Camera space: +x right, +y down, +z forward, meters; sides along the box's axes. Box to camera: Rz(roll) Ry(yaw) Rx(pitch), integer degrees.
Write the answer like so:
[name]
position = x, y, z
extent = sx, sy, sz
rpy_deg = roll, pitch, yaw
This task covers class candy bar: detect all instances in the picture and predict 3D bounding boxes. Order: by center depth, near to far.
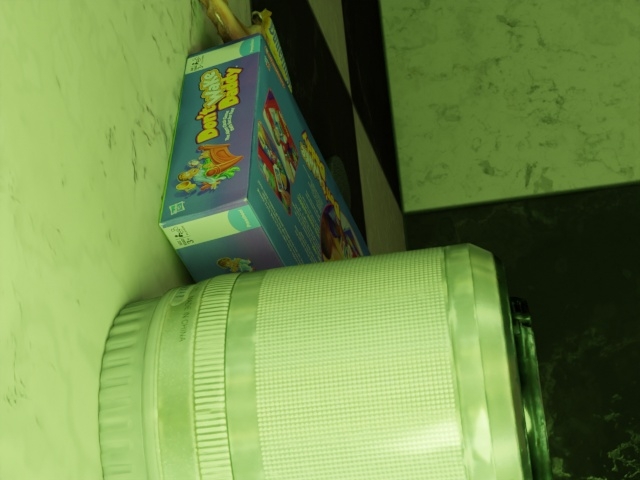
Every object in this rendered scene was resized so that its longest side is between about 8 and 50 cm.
[candy bar]
position = -0.056, -0.233, 1.514
extent = 0.161, 0.018, 0.040
rpy_deg = 74, 12, -48

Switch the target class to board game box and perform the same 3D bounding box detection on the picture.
[board game box]
position = -0.029, 0.015, 1.088
extent = 0.233, 0.078, 0.347
rpy_deg = -88, 158, -47

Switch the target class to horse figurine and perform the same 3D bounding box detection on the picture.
[horse figurine]
position = -0.067, -0.143, 1.212
extent = 0.174, 0.066, 0.263
rpy_deg = -79, 158, -81

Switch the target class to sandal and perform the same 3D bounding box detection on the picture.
[sandal]
position = 0.000, 0.000, 1.606
extent = 0.097, 0.055, 0.254
rpy_deg = 41, 51, -66

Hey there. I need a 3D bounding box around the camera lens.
[camera lens]
position = 0.013, 0.123, 0.790
extent = 0.219, 0.274, 0.219
rpy_deg = -7, 90, -81
